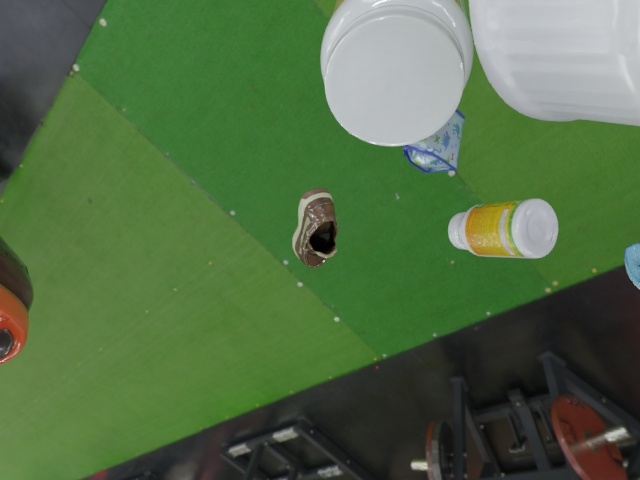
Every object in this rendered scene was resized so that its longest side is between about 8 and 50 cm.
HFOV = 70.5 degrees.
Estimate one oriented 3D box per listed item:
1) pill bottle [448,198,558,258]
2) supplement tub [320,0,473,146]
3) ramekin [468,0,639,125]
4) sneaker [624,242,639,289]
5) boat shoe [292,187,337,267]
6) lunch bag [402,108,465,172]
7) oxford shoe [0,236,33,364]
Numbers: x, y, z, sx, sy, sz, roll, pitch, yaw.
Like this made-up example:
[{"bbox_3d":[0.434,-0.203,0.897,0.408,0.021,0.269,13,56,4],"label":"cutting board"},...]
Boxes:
[{"bbox_3d":[0.438,-0.027,1.122,0.136,0.136,0.245,46,162,-18],"label":"pill bottle"},{"bbox_3d":[0.123,-0.321,0.732,0.228,0.317,0.229,7,137,6],"label":"supplement tub"},{"bbox_3d":[0.269,-0.222,0.351,0.276,0.135,0.278,-11,119,-21],"label":"ramekin"},{"bbox_3d":[0.475,0.052,0.618,0.063,0.162,0.073,-33,121,19],"label":"sneaker"},{"bbox_3d":[-0.007,0.002,0.985,0.095,0.095,0.258,-19,150,-11],"label":"boat shoe"},{"bbox_3d":[0.224,-0.224,0.942,0.096,0.129,0.151,3,170,41],"label":"lunch bag"},{"bbox_3d":[-0.294,-0.025,0.276,0.096,0.098,0.272,-23,132,-1],"label":"oxford shoe"}]
